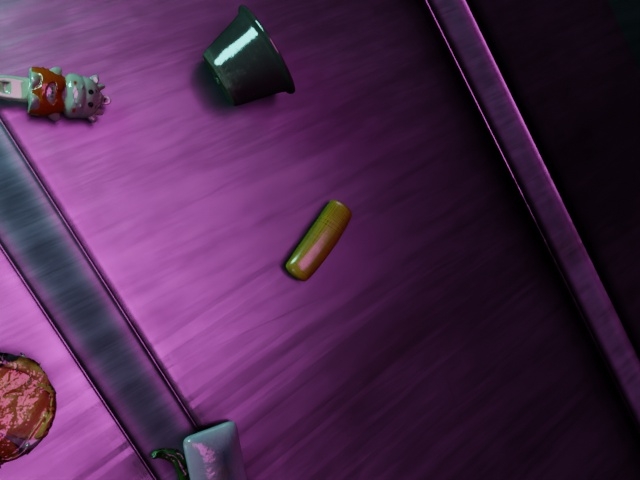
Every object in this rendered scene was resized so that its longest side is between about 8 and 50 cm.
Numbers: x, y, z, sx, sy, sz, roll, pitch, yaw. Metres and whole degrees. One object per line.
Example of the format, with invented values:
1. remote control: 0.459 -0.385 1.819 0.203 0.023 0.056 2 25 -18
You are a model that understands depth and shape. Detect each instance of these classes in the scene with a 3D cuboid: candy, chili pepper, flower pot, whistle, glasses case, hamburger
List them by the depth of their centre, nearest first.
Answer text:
1. hamburger: -0.640 0.330 1.291 0.231 0.107 0.231 4 82 -29
2. whistle: -0.575 -0.314 1.378 0.253 0.106 0.101 3 68 -27
3. chili pepper: -0.326 0.505 1.471 0.118 0.035 0.055 52 50 -18
4. candy: -0.238 0.517 1.490 0.138 0.071 0.174 -11 91 -39
5. flower pot: -0.183 -0.415 1.536 0.148 0.235 0.235 -32 101 -4
6. glasses case: 0.000 0.000 1.659 0.079 0.064 0.234 39 71 -11
